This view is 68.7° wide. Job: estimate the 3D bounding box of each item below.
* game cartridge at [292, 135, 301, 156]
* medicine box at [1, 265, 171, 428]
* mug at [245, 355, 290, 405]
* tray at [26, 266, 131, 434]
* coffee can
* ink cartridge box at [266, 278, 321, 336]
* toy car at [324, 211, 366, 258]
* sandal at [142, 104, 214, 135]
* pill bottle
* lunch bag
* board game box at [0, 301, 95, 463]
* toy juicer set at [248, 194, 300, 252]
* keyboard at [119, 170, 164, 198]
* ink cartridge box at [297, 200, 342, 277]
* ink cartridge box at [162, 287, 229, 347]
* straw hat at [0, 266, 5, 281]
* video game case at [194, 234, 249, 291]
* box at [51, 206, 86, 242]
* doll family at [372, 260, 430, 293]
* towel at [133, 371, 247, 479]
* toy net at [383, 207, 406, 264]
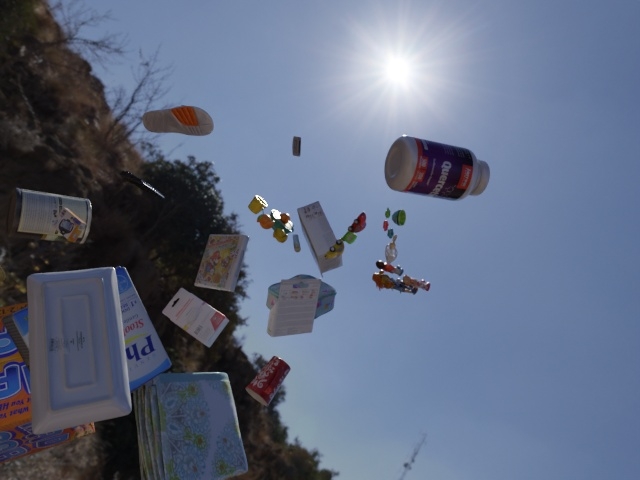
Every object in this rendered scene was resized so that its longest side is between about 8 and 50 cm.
[{"bbox_3d":[-0.103,-0.407,2.021,0.056,0.017,0.083,25,-64,51],"label":"game cartridge"},{"bbox_3d":[-0.560,0.251,1.143,0.149,0.263,0.289,-15,-79,48],"label":"medicine box"},{"bbox_3d":[-0.190,0.558,1.860,0.150,0.169,0.113,5,-44,45],"label":"mug"},{"bbox_3d":[-0.411,0.171,0.794,0.030,0.145,0.270,-49,-128,55],"label":"tray"},{"bbox_3d":[-1.135,-0.098,1.957,0.275,0.201,0.201,8,-4,-41],"label":"coffee can"},{"bbox_3d":[-0.099,0.243,1.750,0.056,0.181,0.224,23,-73,53],"label":"ink cartridge box"},{"bbox_3d":[0.119,-0.014,1.920,0.053,0.239,0.225,42,7,5],"label":"toy car"},{"bbox_3d":[-0.487,-0.424,1.624,0.265,0.076,0.102,5,-61,13],"label":"sandal"},{"bbox_3d":[0.386,-0.231,1.545,0.323,0.181,0.181,7,-22,-17],"label":"pill bottle"},{"bbox_3d":[-0.087,0.241,2.002,0.224,0.279,0.108,29,-63,34],"label":"lunch bag"},{"bbox_3d":[-0.931,0.438,1.441,0.356,0.356,0.356,64,-30,27],"label":"board game box"},{"bbox_3d":[-0.157,-0.059,2.029,0.329,0.089,0.209,37,14,-39],"label":"toy juicer set"},{"bbox_3d":[-0.576,-0.182,1.499,0.108,0.023,0.180,22,-9,7],"label":"keyboard"},{"bbox_3d":[0.000,0.000,2.465,0.272,0.130,0.309,81,-13,-61],"label":"ink cartridge box"},{"bbox_3d":[-0.433,0.264,1.621,0.198,0.115,0.067,32,-18,14],"label":"ink cartridge box"},{"bbox_3d":[-0.797,0.072,1.054,0.144,0.061,0.144,8,-41,7],"label":"straw hat"},{"bbox_3d":[-0.365,0.078,1.719,0.227,0.206,0.026,1,-19,44],"label":"video game case"},{"bbox_3d":[-0.920,-0.061,1.702,0.136,0.081,0.028,32,-1,22],"label":"box"},{"bbox_3d":[0.305,0.172,1.899,0.163,0.118,0.263,17,8,-36],"label":"doll family"},{"bbox_3d":[-0.376,0.553,1.378,0.090,0.320,0.374,-26,-24,23],"label":"towel"},{"bbox_3d":[0.293,-0.013,1.888,0.045,0.232,0.122,6,1,33],"label":"toy net"}]
